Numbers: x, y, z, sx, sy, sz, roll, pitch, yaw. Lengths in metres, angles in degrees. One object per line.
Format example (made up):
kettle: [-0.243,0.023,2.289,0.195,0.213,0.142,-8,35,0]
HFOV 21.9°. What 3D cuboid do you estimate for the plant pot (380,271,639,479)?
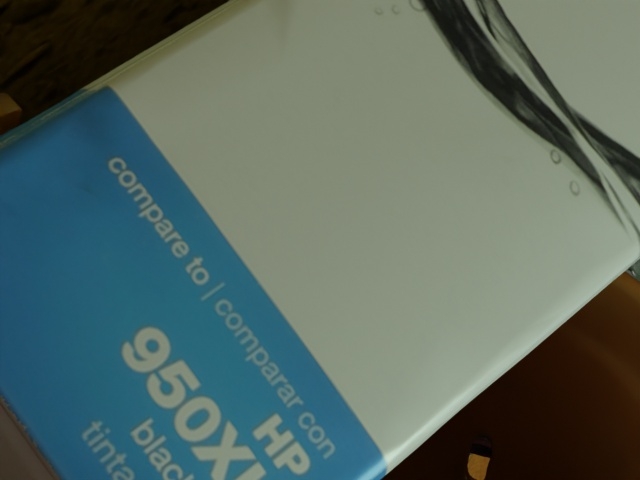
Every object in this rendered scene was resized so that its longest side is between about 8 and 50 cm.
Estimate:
plant pot: [0.060,0.152,0.920,0.291,0.291,0.204,-32,138,-34]

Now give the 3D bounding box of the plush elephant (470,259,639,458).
plush elephant: [0.168,0.131,1.149,0.330,0.255,0.272,-24,155,-14]

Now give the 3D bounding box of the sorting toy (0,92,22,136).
sorting toy: [-0.247,0.007,0.516,0.347,0.047,0.196,-17,149,-51]

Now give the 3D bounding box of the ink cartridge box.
ink cartridge box: [0.000,0.000,0.691,0.395,0.166,0.285,-36,177,-29]
